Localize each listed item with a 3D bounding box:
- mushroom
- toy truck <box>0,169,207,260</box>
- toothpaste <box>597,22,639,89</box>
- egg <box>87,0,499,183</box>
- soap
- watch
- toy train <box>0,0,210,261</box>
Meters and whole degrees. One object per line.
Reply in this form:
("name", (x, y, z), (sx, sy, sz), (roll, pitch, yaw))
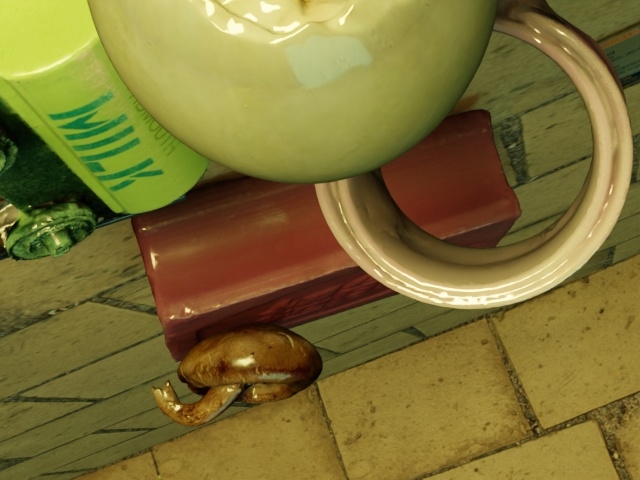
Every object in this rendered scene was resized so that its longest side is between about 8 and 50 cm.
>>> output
("mushroom", (-0.084, 0.127, 1.016), (0.170, 0.080, 0.135), (-19, 154, 5))
("toy truck", (-0.186, -0.039, 0.767), (0.201, 0.074, 0.088), (-20, 176, -7))
("toothpaste", (0.338, -0.189, 0.990), (0.193, 0.044, 0.070), (-23, 166, 11))
("egg", (-0.011, -0.116, 0.476), (0.183, 0.183, 0.217), (-20, 174, -3))
("soap", (0.000, 0.000, 1.065), (0.359, 0.128, 0.233), (-17, 167, -9))
("watch", (0.116, -0.085, 0.659), (0.248, 0.217, 0.211), (-20, -171, 18))
("toy train", (-0.146, -0.075, 0.598), (0.157, 0.105, 0.253), (-25, 162, -1))
